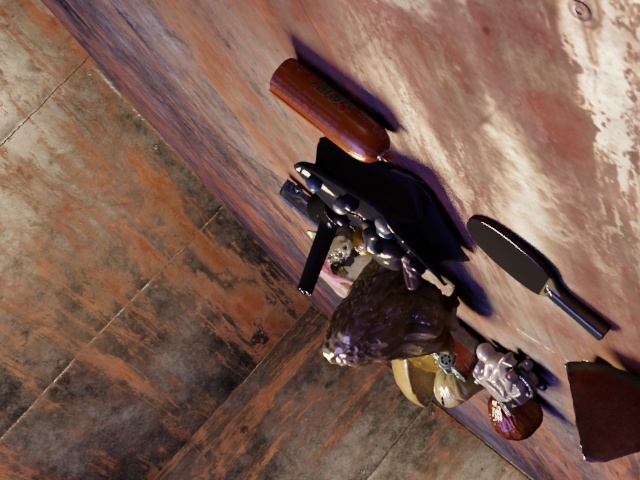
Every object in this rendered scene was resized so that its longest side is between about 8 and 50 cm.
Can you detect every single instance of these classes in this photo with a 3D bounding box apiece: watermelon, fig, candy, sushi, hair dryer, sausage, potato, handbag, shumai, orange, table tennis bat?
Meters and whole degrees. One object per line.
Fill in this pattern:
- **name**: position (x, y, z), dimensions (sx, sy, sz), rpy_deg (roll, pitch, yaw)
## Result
- **watermelon**: position (0.476, 0.268, 1.228), dimensions (0.207, 0.136, 0.202), rpy_deg (43, -158, 15)
- **fig**: position (0.474, 0.406, 1.952), dimensions (0.146, 0.134, 0.201), rpy_deg (15, 144, 52)
- **candy**: position (0.120, 0.132, 2.229), dimensions (0.265, 0.116, 0.155), rpy_deg (36, 172, 46)
- **sushi**: position (0.085, 0.039, 1.957), dimensions (0.272, 0.134, 0.109), rpy_deg (34, -157, -4)
- **hair dryer**: position (0.000, 0.000, 1.708), dimensions (0.089, 0.251, 0.197), rpy_deg (21, 178, -15)
- **sausage**: position (0.024, -0.196, 1.214), dimensions (0.234, 0.071, 0.071), rpy_deg (39, 171, 17)
- **potato**: position (0.261, 0.348, 2.374), dimensions (0.264, 0.189, 0.211), rpy_deg (49, 170, -35)
- **handbag**: position (0.111, -0.042, 1.446), dimensions (0.325, 0.118, 0.269), rpy_deg (35, 170, 50)
- **shumai**: position (0.173, 0.187, 1.676), dimensions (0.262, 0.314, 0.267), rpy_deg (39, 159, -5)
- **orange**: position (0.112, -0.008, 1.645), dimensions (0.085, 0.095, 0.085), rpy_deg (48, 172, 9)
- **table tennis bat**: position (0.336, 0.056, 1.211), dimensions (0.274, 0.021, 0.154), rpy_deg (42, 172, 17)

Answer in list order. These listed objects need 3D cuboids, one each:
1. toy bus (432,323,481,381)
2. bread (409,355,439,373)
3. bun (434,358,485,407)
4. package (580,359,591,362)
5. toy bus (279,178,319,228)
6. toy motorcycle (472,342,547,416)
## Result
- **toy bus**: position (0.288, 0.236, 1.943), dimensions (0.265, 0.120, 0.121), rpy_deg (38, 174, 26)
- **bread**: position (0.300, 0.300, 2.149), dimensions (0.213, 0.105, 0.213), rpy_deg (23, 151, 14)
- **bun**: position (0.364, 0.354, 2.023), dimensions (0.113, 0.166, 0.173), rpy_deg (58, -164, 2)
- **package**: position (0.548, 0.298, 1.373), dimensions (0.232, 0.040, 0.166), rpy_deg (39, 170, 15)
- **toy bus**: position (-0.042, -0.095, 2.016), dimensions (0.153, 0.061, 0.051), rpy_deg (40, 176, 7)
- **toy motorcycle**: position (0.424, 0.313, 1.800), dimensions (0.171, 0.110, 0.260), rpy_deg (53, 169, 15)
